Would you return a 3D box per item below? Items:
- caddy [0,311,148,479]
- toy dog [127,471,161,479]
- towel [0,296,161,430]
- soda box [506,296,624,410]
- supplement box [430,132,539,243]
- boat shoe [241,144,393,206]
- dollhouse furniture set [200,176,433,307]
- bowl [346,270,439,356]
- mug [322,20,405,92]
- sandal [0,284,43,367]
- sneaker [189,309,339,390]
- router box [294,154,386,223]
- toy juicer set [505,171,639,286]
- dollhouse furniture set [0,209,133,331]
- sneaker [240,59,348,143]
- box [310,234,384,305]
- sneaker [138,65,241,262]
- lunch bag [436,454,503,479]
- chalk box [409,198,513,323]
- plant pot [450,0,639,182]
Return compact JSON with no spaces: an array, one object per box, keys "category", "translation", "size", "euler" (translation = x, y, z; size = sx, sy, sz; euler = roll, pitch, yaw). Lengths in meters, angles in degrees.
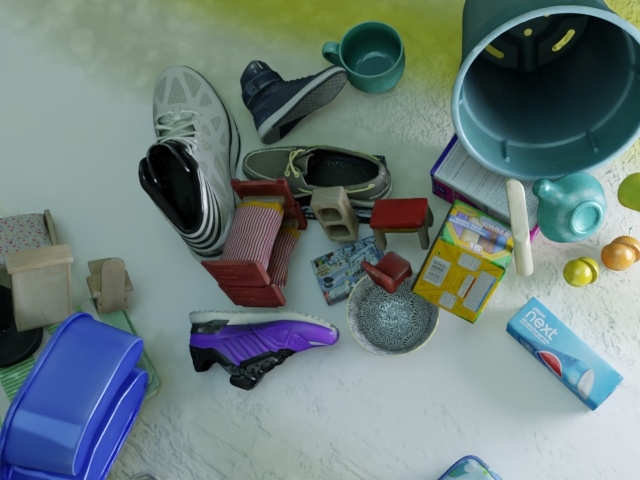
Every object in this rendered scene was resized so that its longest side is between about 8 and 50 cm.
[{"category":"caddy","translation":[-0.441,0.289,1.556],"size":[0.179,0.241,0.341],"euler":[16,49,8]},{"category":"toy dog","translation":[-0.451,0.509,1.582],"size":[0.333,0.161,0.220],"euler":[2,72,11]},{"category":"towel","translation":[-0.497,0.271,1.739],"size":[0.325,0.038,0.248],"euler":[-32,68,-2]},{"category":"soda box","translation":[0.431,0.201,1.582],"size":[0.071,0.067,0.210],"euler":[-43,69,-6]},{"category":"supplement box","translation":[0.328,-0.099,1.679],"size":[0.220,0.111,0.114],"euler":[30,79,18]},{"category":"boat shoe","translation":[-0.014,-0.137,1.711],"size":[0.305,0.091,0.109],"euler":[9,70,14]},{"category":"dollhouse furniture set","translation":[0.000,0.000,1.623],"size":[0.374,0.152,0.201],"euler":[-2,54,22]},{"category":"bowl","translation":[0.136,0.140,1.648],"size":[0.170,0.080,0.170],"euler":[-3,70,9]},{"category":"mug","translation":[0.099,-0.375,1.821],"size":[0.129,0.097,0.158],"euler":[-45,69,-6]},{"category":"sandal","translation":[-0.748,0.111,1.788],"size":[0.446,0.107,0.167],"euler":[30,76,21]},{"category":"sneaker","translation":[-0.108,0.209,1.665],"size":[0.293,0.102,0.146],"euler":[0,75,15]},{"category":"router box","translation":[0.034,-0.106,1.768],"size":[0.179,0.046,0.133],"euler":[5,73,12]},{"category":"toy juicer set","translation":[0.440,-0.020,1.585],"size":[0.329,0.209,0.089],"euler":[-1,24,-19]},{"category":"dollhouse furniture set","translation":[-0.559,-0.022,1.741],"size":[0.303,0.174,0.355],"euler":[-10,49,-23]},{"category":"sneaker","translation":[-0.064,-0.326,1.816],"size":[0.226,0.086,0.163],"euler":[-34,66,19]},{"category":"box","translation":[0.060,0.057,1.717],"size":[0.137,0.027,0.094],"euler":[-22,68,2]},{"category":"sneaker","translation":[-0.258,-0.193,1.736],"size":[0.169,0.257,0.447],"euler":[-17,69,4]},{"category":"lunch bag","translation":[0.269,0.491,1.502],"size":[0.176,0.090,0.219],"euler":[-41,69,-2]},{"category":"chalk box","translation":[0.266,0.025,1.608],"size":[0.132,0.213,0.132],"euler":[27,122,6]},{"category":"plant pot","translation":[0.393,-0.337,1.607],"size":[0.341,0.341,0.334],"euler":[-7,39,8]}]
